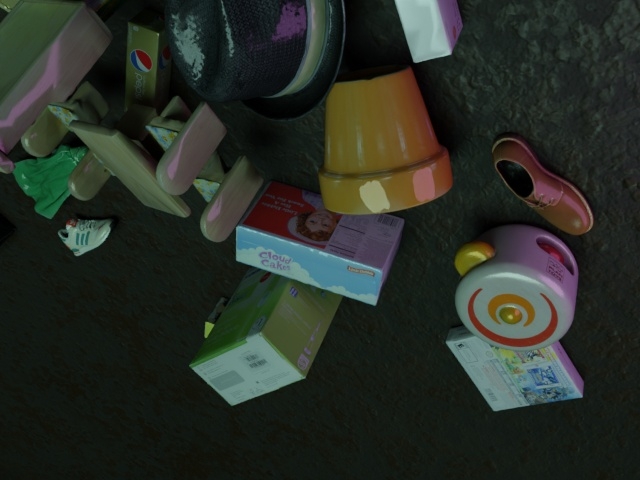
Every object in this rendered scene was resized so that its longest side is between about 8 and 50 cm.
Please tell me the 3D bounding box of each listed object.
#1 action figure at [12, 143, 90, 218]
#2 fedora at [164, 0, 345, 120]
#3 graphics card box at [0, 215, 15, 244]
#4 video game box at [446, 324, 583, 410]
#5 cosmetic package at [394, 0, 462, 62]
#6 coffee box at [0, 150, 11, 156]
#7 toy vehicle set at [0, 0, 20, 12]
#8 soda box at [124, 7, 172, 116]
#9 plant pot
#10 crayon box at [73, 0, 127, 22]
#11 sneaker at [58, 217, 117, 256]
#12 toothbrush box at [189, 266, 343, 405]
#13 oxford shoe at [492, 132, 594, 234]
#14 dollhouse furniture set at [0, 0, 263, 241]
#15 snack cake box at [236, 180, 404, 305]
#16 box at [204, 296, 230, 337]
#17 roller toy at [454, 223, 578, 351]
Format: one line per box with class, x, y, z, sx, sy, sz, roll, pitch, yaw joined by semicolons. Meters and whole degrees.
action figure;-0.527;-0.139;1.508;0.232;0.063;0.137;-21;115;41
fedora;-0.117;-0.312;1.053;0.334;0.152;0.334;27;132;33
graphics card box;-0.912;-0.010;1.774;0.233;0.094;0.371;46;132;-16
video game box;0.370;0.231;1.417;0.187;0.048;0.205;-18;119;37
cosmetic package;0.127;-0.370;0.989;0.060;0.099;0.239;-5;126;28
coffee box;-0.810;-0.214;1.504;0.297;0.168;0.119;14;132;12
toy vehicle set;-0.539;-0.479;1.246;0.267;0.035;0.166;33;133;-4
soda box;-0.292;-0.295;1.269;0.058;0.061;0.181;22;133;6
plant pot;0.086;-0.161;1.131;0.205;0.205;0.188;-2;111;26
crayon box;-0.390;-0.462;1.093;0.278;0.165;0.081;42;154;-12
sneaker;-0.507;-0.020;1.602;0.161;0.057;0.075;-23;121;40
toothbrush box;-0.086;0.144;1.390;0.206;0.283;0.122;-28;111;39
oxford shoe;0.341;-0.070;1.159;0.212;0.076;0.076;39;131;-12
dollhouse furniture set;-0.364;-0.137;1.166;0.362;0.256;0.394;16;156;34
snack cake box;0.000;0.000;1.320;0.264;0.152;0.089;17;133;11
box;-0.126;0.204;1.596;0.232;0.087;0.058;19;133;8
roller toy;0.326;0.082;1.242;0.191;0.146;0.209;3;128;22
